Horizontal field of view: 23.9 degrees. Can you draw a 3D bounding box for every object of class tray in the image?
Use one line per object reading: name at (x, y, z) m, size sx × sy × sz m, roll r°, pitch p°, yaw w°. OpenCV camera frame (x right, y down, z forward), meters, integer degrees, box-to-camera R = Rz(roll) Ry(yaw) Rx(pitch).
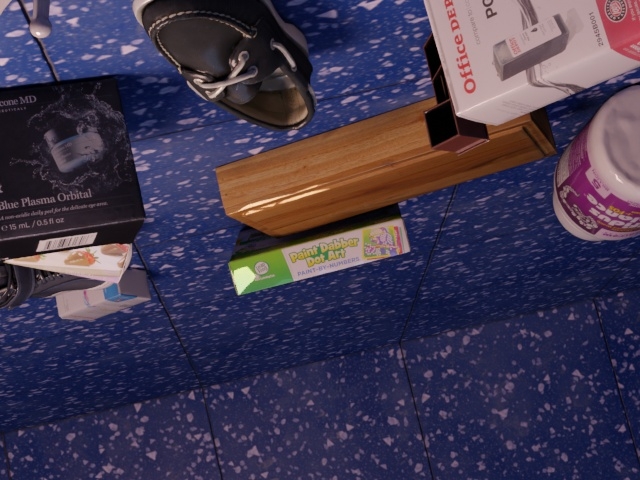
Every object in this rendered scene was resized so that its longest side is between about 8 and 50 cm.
tray at (0.091, -0.103, 1.992) m, size 0.410 × 0.076 × 0.203 m, roll -18°, pitch 166°, yaw 15°

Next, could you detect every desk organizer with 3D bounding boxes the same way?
desk organizer at (0.139, -0.164, 1.658) m, size 0.050 × 0.130 × 0.047 m, roll 4°, pitch 158°, yaw -45°

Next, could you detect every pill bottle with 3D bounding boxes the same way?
pill bottle at (0.427, -0.095, 2.145) m, size 0.169 × 0.169 × 0.301 m, roll -11°, pitch 167°, yaw -9°

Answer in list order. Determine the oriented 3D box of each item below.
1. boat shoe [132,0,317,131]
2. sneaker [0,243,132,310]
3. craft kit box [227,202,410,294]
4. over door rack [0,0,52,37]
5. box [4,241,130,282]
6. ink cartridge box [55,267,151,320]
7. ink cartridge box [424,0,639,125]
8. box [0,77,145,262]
boat shoe at (-0.079, -0.176, 1.469) m, size 0.114 × 0.091 × 0.302 m, roll -19°, pitch 166°, yaw 23°
sneaker at (-0.379, 0.036, 2.071) m, size 0.226 × 0.086 × 0.163 m, roll -21°, pitch 168°, yaw 34°
craft kit box at (0.000, 0.000, 2.182) m, size 0.249 × 0.061 × 0.246 m, roll -14°, pitch -173°, yaw 4°
over door rack at (-0.408, -0.137, 1.273) m, size 0.324 × 0.108 × 0.239 m, roll -24°, pitch 162°, yaw 40°
box at (-0.363, -0.024, 1.616) m, size 0.324 × 0.067 × 0.063 m, roll 11°, pitch 131°, yaw -14°
ink cartridge box at (-0.344, 0.084, 2.386) m, size 0.122 × 0.052 × 0.088 m, roll -21°, pitch 165°, yaw 25°
ink cartridge box at (0.216, -0.221, 1.428) m, size 0.217 × 0.159 × 0.092 m, roll -23°, pitch 166°, yaw 34°
box at (-0.276, -0.072, 1.561) m, size 0.156 × 0.158 × 0.093 m, roll -9°, pitch 167°, yaw -19°
